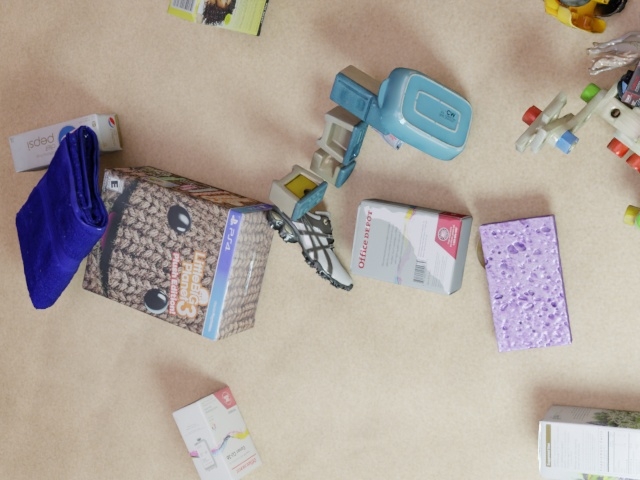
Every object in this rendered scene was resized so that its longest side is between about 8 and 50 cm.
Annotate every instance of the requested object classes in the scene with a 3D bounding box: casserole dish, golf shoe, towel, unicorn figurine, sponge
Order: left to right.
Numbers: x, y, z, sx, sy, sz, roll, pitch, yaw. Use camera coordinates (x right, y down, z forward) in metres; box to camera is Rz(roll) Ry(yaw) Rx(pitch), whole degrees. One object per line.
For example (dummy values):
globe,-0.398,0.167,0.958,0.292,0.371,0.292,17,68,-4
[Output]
towel,-0.483,-0.037,1.768,0.308,0.076,0.228,-47,47,43
golf shoe,0.000,0.000,1.647,0.094,0.077,0.198,-44,96,-4
casserole dish,0.171,-0.198,1.501,0.037,0.188,0.114,-3,68,55
sponge,0.324,0.069,1.522,0.117,0.031,0.210,-7,98,19
unicorn figurine,0.451,-0.288,1.410,0.111,0.162,0.060,-12,127,33

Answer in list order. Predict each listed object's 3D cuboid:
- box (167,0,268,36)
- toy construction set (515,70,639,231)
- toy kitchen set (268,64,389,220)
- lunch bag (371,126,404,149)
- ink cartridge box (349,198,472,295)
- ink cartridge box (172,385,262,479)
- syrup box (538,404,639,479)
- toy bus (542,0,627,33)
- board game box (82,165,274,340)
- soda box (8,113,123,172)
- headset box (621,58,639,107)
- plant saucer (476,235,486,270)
box,-0.162,-0.394,1.593,0.058,0.232,0.087,21,105,18
toy construction set,0.452,-0.118,1.404,0.327,0.151,0.215,38,107,5
toy kitchen set,0.026,-0.141,1.545,0.122,0.166,0.207,34,136,17
lunch bag,0.122,-0.198,1.586,0.071,0.053,0.083,45,136,13
ink cartridge box,0.148,0.007,1.584,0.175,0.072,0.127,12,101,22
ink cartridge box,-0.177,0.376,1.745,0.067,0.115,0.198,-26,86,24
syrup box,0.458,0.315,1.468,0.237,0.093,0.096,0,96,24
toy bus,0.352,-0.434,1.420,0.211,0.149,0.220,25,108,33
board game box,-0.250,0.016,1.725,0.291,0.141,0.232,18,102,22
soda box,-0.488,-0.186,1.850,0.216,0.069,0.074,-10,92,25
headset box,0.461,-0.212,1.336,0.083,0.032,0.062,25,73,12
plant saucer,0.293,0.017,1.553,0.083,0.015,0.083,3,97,23
